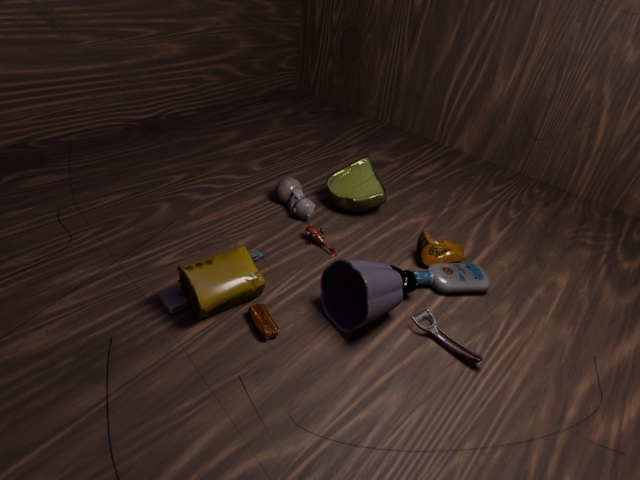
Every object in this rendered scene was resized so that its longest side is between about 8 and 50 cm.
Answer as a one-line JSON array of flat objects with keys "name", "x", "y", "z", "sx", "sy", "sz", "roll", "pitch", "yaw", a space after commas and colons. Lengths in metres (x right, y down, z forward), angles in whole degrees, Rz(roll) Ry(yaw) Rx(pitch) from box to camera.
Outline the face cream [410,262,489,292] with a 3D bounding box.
[{"name": "face cream", "x": 0.548, "y": 0.160, "z": 1.811, "sx": 0.336, "sy": 0.080, "sz": 0.163, "roll": 1, "pitch": 36, "yaw": -11}]

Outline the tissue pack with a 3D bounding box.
[{"name": "tissue pack", "x": -0.363, "y": 0.150, "z": 1.547, "sx": 0.271, "sy": 0.134, "sz": 0.192, "roll": -21, "pitch": 66, "yaw": -35}]

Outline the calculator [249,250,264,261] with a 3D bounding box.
[{"name": "calculator", "x": -0.323, "y": 0.087, "z": 1.792, "sx": 0.057, "sy": 0.018, "sz": 0.172, "roll": 34, "pitch": 41, "yaw": 30}]

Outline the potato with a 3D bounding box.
[{"name": "potato", "x": 0.185, "y": -0.250, "z": 2.248, "sx": 0.280, "sy": 0.213, "sz": 0.330, "roll": -16, "pitch": 48, "yaw": -4}]

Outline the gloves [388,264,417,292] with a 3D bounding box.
[{"name": "gloves", "x": 0.275, "y": 0.163, "z": 1.734, "sx": 0.203, "sy": 0.124, "sz": 0.164, "roll": 9, "pitch": 16, "yaw": -12}]

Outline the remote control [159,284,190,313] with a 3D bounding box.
[{"name": "remote control", "x": -0.475, "y": 0.193, "z": 1.593, "sx": 0.250, "sy": 0.034, "sz": 0.103, "roll": -23, "pitch": 46, "yaw": -37}]

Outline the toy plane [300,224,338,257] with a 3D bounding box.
[{"name": "toy plane", "x": -0.007, "y": 0.003, "z": 1.933, "sx": 0.126, "sy": 0.077, "sz": 0.194, "roll": -15, "pitch": 50, "yaw": -16}]

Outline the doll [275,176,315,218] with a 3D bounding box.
[{"name": "doll", "x": -0.122, "y": -0.213, "z": 2.154, "sx": 0.151, "sy": 0.151, "sz": 0.287, "roll": -14, "pitch": 44, "yaw": -29}]

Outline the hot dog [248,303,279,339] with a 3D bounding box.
[{"name": "hot dog", "x": -0.207, "y": 0.287, "z": 1.506, "sx": 0.071, "sy": 0.045, "sz": 0.165, "roll": -15, "pitch": 41, "yaw": -27}]

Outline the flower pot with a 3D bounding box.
[{"name": "flower pot", "x": 0.172, "y": 0.189, "z": 1.563, "sx": 0.243, "sy": 0.265, "sz": 0.265, "roll": -6, "pitch": 36, "yaw": -36}]

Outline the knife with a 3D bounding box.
[{"name": "knife", "x": 0.469, "y": 0.358, "z": 1.539, "sx": 0.123, "sy": 0.053, "sz": 0.278, "roll": -18, "pitch": 43, "yaw": -39}]

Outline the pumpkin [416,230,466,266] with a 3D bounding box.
[{"name": "pumpkin", "x": 0.542, "y": 0.058, "z": 1.935, "sx": 0.248, "sy": 0.126, "sz": 0.131, "roll": 20, "pitch": 24, "yaw": -16}]
